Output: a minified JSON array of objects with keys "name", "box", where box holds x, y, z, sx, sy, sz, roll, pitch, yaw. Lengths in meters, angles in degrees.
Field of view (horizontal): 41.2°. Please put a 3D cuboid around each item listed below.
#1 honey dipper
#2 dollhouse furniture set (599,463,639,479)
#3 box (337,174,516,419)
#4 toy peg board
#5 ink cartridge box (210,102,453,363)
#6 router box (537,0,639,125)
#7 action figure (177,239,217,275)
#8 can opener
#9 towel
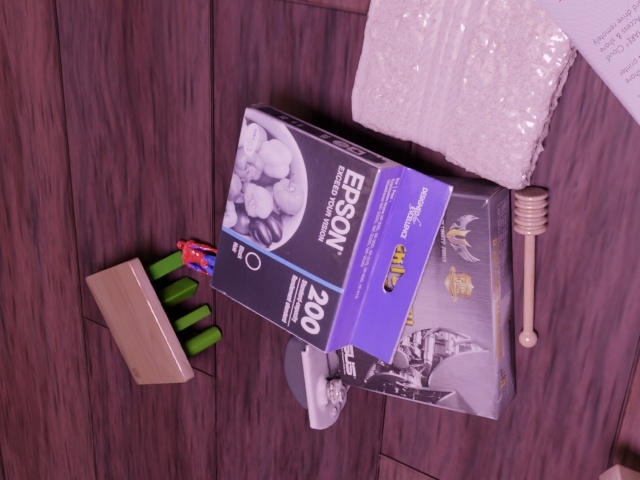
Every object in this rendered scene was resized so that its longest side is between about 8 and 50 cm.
[{"name":"honey dipper","box":[0.195,0.030,0.789,0.030,0.030,0.161,10,118,33]},{"name":"dollhouse furniture set","box":[0.293,0.313,0.770,0.151,0.144,0.123,24,133,-19]},{"name":"box","box":[0.098,0.050,0.849,0.183,0.056,0.231,9,115,33]},{"name":"toy peg board","box":[-0.209,0.094,1.093,0.160,0.079,0.161,-16,100,55]},{"name":"ink cartridge box","box":[0.000,0.000,0.821,0.208,0.045,0.206,26,119,20]},{"name":"router box","box":[0.255,-0.210,0.462,0.301,0.082,0.335,52,154,5]},{"name":"action figure","box":[-0.133,0.028,1.026,0.115,0.030,0.038,30,120,28]},{"name":"can opener","box":[-0.013,0.079,0.931,0.093,0.074,0.281,10,115,31]},{"name":"towel","box":[0.133,-0.195,0.720,0.187,0.049,0.282,28,124,24]}]
